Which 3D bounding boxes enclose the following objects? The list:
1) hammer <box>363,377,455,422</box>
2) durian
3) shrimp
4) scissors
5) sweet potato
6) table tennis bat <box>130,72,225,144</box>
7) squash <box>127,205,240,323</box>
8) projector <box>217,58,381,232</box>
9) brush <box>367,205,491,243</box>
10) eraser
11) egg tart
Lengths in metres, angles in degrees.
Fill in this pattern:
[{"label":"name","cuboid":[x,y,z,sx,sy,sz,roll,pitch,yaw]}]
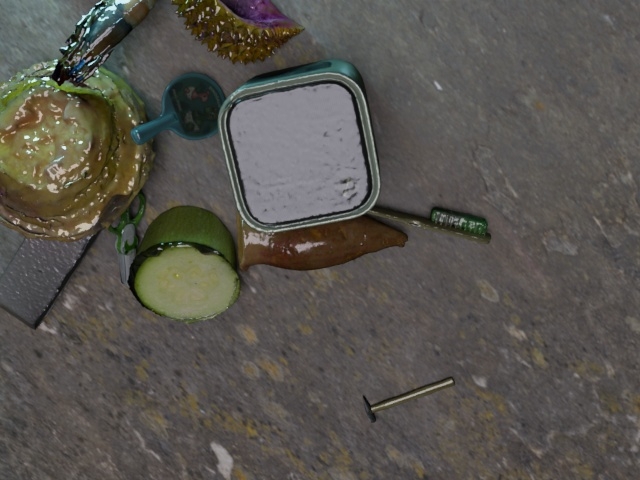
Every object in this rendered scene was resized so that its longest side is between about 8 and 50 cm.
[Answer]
[{"label":"hammer","cuboid":[0.186,0.325,1.686,0.198,0.013,0.062,-22,105,10]},{"label":"durian","cuboid":[-0.186,-0.419,1.410,0.260,0.186,0.154,44,99,4]},{"label":"shrimp","cuboid":[-0.418,-0.414,1.422,0.222,0.054,0.290,30,83,16]},{"label":"scissors","cuboid":[-0.387,0.004,1.594,0.027,0.101,0.204,22,123,28]},{"label":"sweet potato","cuboid":[0.000,-0.003,1.535,0.336,0.131,0.131,2,107,4]},{"label":"table tennis bat","cuboid":[-0.262,-0.231,1.478,0.201,0.033,0.124,-34,107,-28]},{"label":"squash","cuboid":[-0.267,0.058,1.600,0.220,0.133,0.220,-1,122,-2]},{"label":"projector","cuboid":[-0.029,-0.175,1.419,0.248,0.249,0.249,-10,107,5]},{"label":"brush","cuboid":[0.192,-0.046,1.550,0.282,0.054,0.048,12,99,0]},{"label":"eraser","cuboid":[-0.544,0.036,1.611,0.111,0.077,0.352,35,107,-4]},{"label":"egg tart","cuboid":[-0.478,-0.170,1.458,0.351,0.150,0.352,0,84,-1]}]
